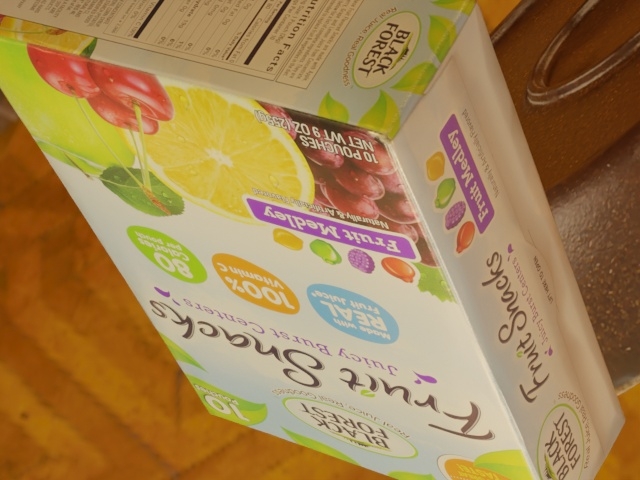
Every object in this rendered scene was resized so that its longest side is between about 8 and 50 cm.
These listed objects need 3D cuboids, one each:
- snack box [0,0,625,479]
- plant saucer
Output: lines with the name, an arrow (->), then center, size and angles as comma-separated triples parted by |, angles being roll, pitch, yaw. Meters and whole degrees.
snack box -> 0.000, 0.000, 0.407 | 0.100, 0.037, 0.141 | 17, 152, 32
plant saucer -> 0.113, -0.060, 0.631 | 0.310, 0.310, 0.050 | -37, 104, 29
